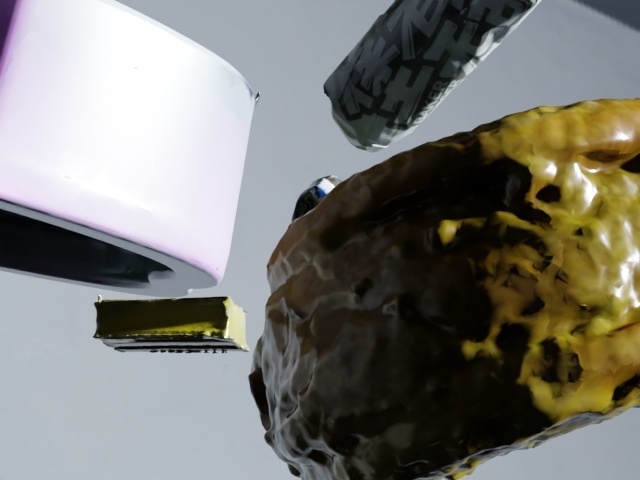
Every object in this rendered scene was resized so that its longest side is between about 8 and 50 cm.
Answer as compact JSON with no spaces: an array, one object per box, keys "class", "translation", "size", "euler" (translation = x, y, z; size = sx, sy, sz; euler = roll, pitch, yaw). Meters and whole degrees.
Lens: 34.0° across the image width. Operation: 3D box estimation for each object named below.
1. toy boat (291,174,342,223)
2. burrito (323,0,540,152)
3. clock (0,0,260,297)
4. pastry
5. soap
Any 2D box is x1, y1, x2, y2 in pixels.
[{"class":"toy boat","translation":[0.000,0.000,1.764],"size":[0.114,0.262,0.115],"euler":[15,42,15]},{"class":"burrito","translation":[0.161,-0.275,1.320],"size":[0.139,0.445,0.101],"euler":[37,39,-13]},{"class":"clock","translation":[-0.206,-0.057,0.552],"size":[0.338,0.338,0.102],"euler":[16,78,-25]},{"class":"pastry","translation":[0.084,0.044,0.488],"size":[0.240,0.235,0.132],"euler":[-13,69,-4]},{"class":"soap","translation":[-0.239,0.137,1.697],"size":[0.233,0.135,0.076],"euler":[0,74,10]}]
